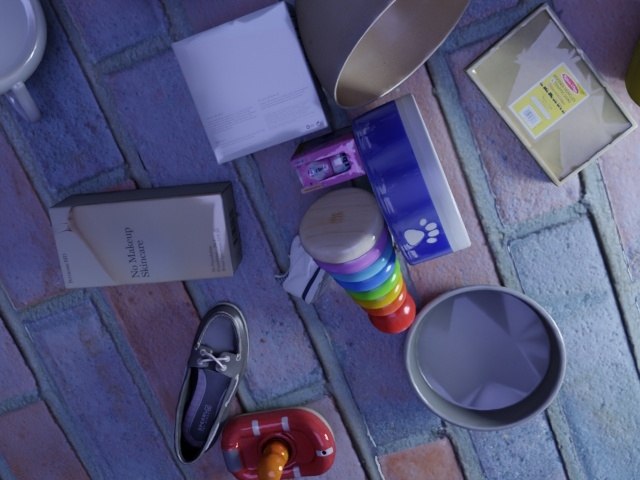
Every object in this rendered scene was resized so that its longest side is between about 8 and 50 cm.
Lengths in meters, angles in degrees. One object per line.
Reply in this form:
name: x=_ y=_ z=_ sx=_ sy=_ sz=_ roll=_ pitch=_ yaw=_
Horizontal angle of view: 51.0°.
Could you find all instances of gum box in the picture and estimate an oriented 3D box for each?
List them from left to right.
gum box: x=0.016 y=-0.137 z=1.121 sx=0.107 sy=0.188 sz=0.062 roll=-19 pitch=105 yaw=8

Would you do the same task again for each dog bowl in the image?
dog bowl: x=0.148 y=-0.097 z=1.086 sx=0.104 sy=0.265 sz=0.264 roll=-21 pitch=104 yaw=11

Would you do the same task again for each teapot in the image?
teapot: x=-0.578 y=-0.344 z=1.106 sx=0.253 sy=0.187 sz=0.255 roll=8 pitch=91 yaw=-27

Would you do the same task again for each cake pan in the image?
cake pan: x=0.305 y=0.216 z=1.263 sx=0.294 sy=0.054 sz=0.292 roll=3 pitch=104 yaw=11

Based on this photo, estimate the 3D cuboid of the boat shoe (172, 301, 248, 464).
boat shoe: x=-0.216 y=0.288 z=1.312 sx=0.112 sy=0.095 sz=0.334 roll=16 pitch=107 yaw=-1

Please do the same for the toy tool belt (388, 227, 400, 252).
toy tool belt: x=0.143 y=-0.002 z=1.234 sx=0.084 sy=0.052 sz=0.051 roll=2 pitch=138 yaw=6

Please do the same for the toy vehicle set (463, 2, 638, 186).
toy vehicle set: x=0.392 y=-0.244 z=1.146 sx=0.166 sy=0.035 sz=0.267 roll=-39 pitch=101 yaw=13

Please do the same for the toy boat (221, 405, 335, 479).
toy boat: x=-0.086 y=0.422 z=1.316 sx=0.231 sy=0.151 sz=0.150 roll=-11 pitch=106 yaw=7

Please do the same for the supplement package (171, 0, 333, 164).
supplement package: x=-0.105 y=-0.261 z=1.112 sx=0.194 sy=0.149 sz=0.203 roll=-18 pitch=105 yaw=9

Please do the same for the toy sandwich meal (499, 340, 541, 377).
toy sandwich meal: x=0.387 y=0.229 z=1.295 sx=0.086 sy=0.029 sz=0.085 roll=3 pitch=104 yaw=11

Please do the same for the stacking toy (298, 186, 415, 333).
stacking toy: x=0.083 y=0.060 z=1.158 sx=0.141 sy=0.141 sz=0.330 roll=-20 pitch=138 yaw=9

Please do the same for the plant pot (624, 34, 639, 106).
plant pot: x=0.596 y=-0.294 z=1.040 sx=0.213 sy=0.187 sz=0.212 roll=13 pitch=107 yaw=-1

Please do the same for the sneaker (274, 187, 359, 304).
sneaker: x=0.000 y=0.000 z=1.223 sx=0.095 sy=0.090 sz=0.235 roll=32 pitch=100 yaw=18

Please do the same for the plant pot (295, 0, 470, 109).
plant pot: x=0.070 y=-0.370 z=1.028 sx=0.284 sy=0.284 sz=0.191 roll=-44 pitch=77 yaw=14

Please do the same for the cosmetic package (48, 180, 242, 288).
cosmetic package: x=-0.310 y=-0.011 z=1.221 sx=0.310 sy=0.113 sz=0.160 roll=-6 pitch=106 yaw=4
